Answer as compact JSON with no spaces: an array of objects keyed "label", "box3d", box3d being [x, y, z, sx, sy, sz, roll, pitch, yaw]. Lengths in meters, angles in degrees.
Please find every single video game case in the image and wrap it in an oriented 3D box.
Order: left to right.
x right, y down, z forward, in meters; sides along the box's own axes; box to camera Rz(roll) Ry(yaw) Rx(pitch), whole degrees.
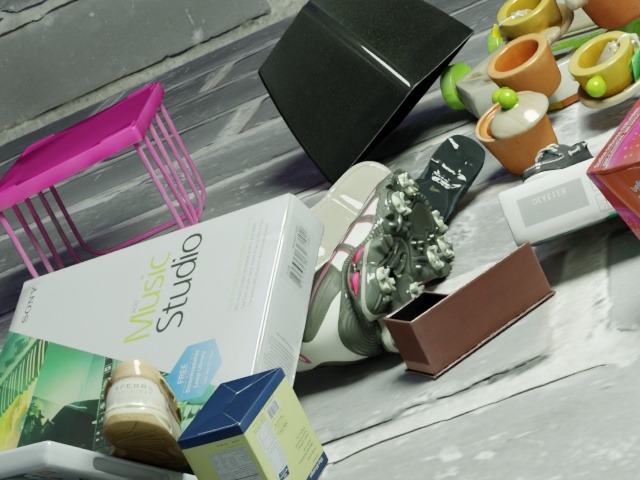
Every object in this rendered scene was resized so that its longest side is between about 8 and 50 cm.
[{"label":"video game case","box3d":[-0.212,0.191,1.203,0.190,0.022,0.173,-16,-25,33]}]

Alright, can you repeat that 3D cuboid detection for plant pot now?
[{"label":"plant pot","box3d":[0.041,-0.211,1.910,0.188,0.167,0.187,-49,-2,41]}]

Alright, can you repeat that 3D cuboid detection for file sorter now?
[{"label":"file sorter","box3d":[-0.259,-0.048,1.966,0.202,0.182,0.290,-26,14,7]}]

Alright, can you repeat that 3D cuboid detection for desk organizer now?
[{"label":"desk organizer","box3d":[0.118,0.052,1.266,0.130,0.050,0.047,-33,17,-22]}]

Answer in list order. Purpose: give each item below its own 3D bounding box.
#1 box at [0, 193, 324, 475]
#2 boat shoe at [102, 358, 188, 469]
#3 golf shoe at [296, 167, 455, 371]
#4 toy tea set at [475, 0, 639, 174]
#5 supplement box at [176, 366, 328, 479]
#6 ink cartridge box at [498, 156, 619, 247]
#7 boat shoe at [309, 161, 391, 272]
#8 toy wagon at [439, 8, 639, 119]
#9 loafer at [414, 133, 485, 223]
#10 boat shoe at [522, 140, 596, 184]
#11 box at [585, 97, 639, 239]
[{"label":"box","box3d":[-0.155,0.102,1.361,0.322,0.058,0.232,-19,44,33]},{"label":"boat shoe","box3d":[-0.127,0.129,1.164,0.063,0.059,0.170,1,-20,-4]},{"label":"golf shoe","box3d":[0.040,0.022,1.405,0.120,0.105,0.273,-28,13,24]},{"label":"toy tea set","box3d":[0.242,-0.219,1.661,0.200,0.124,0.336,-22,32,27]},{"label":"supplement box","box3d":[-0.047,0.151,1.148,0.056,0.083,0.083,-17,18,29]},{"label":"ink cartridge box","box3d":[0.263,-0.046,1.357,0.181,0.056,0.225,-21,-8,18]},{"label":"boat shoe","box3d":[0.000,0.000,1.656,0.206,0.075,0.065,-40,-23,-26]},{"label":"toy wagon","box3d":[0.311,-0.245,1.896,0.267,0.068,0.344,-11,21,43]},{"label":"loafer","box3d":[0.103,-0.031,1.581,0.170,0.062,0.061,-42,-18,-27]},{"label":"boat shoe","box3d":[0.211,-0.069,1.418,0.046,0.038,0.125,-25,-8,36]},{"label":"box","box3d":[0.326,-0.095,1.159,0.257,0.128,0.123,-51,19,-29]}]
